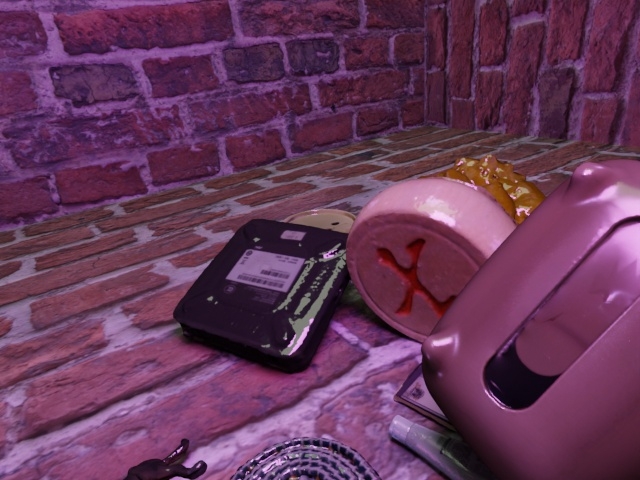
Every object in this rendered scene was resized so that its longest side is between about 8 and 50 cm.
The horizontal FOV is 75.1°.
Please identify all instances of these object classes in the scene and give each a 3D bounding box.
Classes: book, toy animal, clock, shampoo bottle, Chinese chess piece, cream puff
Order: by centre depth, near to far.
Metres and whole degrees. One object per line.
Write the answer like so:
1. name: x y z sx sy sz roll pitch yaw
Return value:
1. toy animal: -0.250 0.350 0.543 0.148 0.084 0.233 10 32 34
2. shampoo bottle: 0.184 0.304 0.584 0.191 0.041 0.069 14 36 39
3. book: 0.258 0.260 0.684 0.231 0.026 0.157 16 33 41
4. Chinese chess piece: 0.211 0.045 0.789 0.338 0.338 0.140 13 40 37
5. cream puff: 0.371 -0.061 0.980 0.378 0.275 0.378 23 13 -5
6. clock: 0.000 0.000 1.212 0.286 0.117 0.348 -19 27 -27

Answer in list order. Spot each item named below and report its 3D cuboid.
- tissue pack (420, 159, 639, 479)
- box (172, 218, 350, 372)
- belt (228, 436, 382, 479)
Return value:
1. tissue pack: 0.309 0.108 0.471 0.277 0.387 0.267 27 16 -42
2. box: -0.116 0.095 0.934 0.359 0.091 0.350 9 51 28
3. belt: -0.011 0.343 0.403 0.207 0.160 0.295 -8 24 -2
